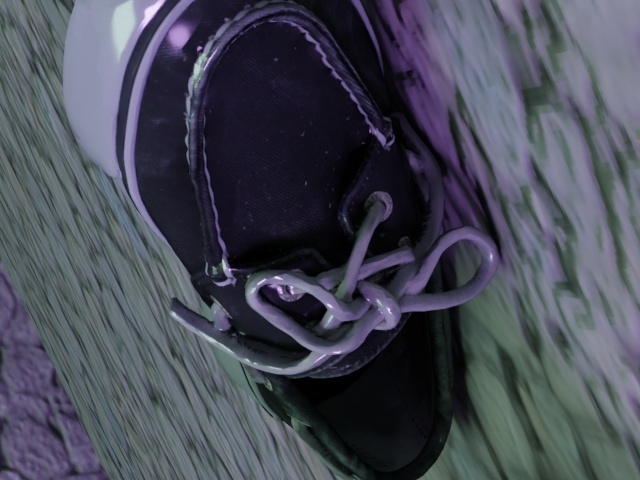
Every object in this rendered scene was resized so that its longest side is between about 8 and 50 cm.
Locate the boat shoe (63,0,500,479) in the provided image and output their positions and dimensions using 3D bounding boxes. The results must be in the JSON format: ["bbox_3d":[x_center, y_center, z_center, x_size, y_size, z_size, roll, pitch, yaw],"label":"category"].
[{"bbox_3d":[-0.003,0.003,0.641,0.105,0.113,0.306,46,161,30],"label":"boat shoe"}]
